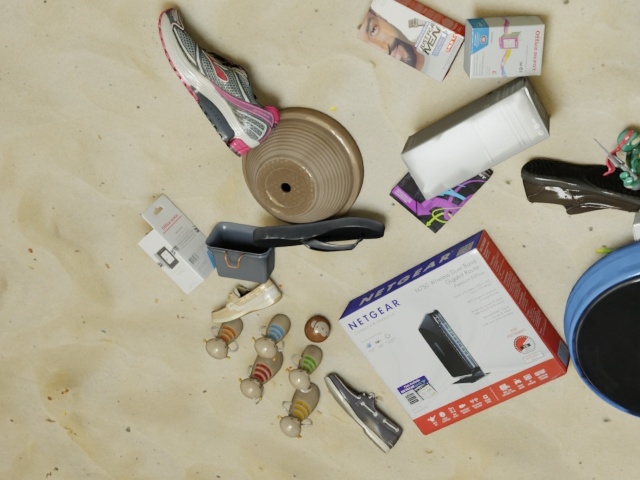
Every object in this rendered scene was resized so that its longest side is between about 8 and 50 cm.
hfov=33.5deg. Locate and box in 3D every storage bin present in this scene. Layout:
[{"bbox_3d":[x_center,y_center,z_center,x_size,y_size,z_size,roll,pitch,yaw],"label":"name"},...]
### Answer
[{"bbox_3d":[-0.153,0.034,2.109,0.135,0.098,0.091,8,129,17],"label":"storage bin"}]

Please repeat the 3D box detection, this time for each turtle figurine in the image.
[{"bbox_3d":[0.566,-0.129,1.742,0.234,0.118,0.175,38,83,7],"label":"turtle figurine"}]

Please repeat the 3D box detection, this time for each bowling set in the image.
[{"bbox_3d":[-0.081,0.233,2.144,0.287,0.154,0.200,40,123,-3],"label":"bowling set"}]

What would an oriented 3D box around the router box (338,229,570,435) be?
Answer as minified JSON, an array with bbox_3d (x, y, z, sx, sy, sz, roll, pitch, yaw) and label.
[{"bbox_3d":[0.253,0.184,2.037,0.335,0.082,0.301,-31,103,31],"label":"router box"}]

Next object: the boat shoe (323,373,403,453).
[{"bbox_3d":[0.089,0.347,2.210,0.065,0.075,0.206,-41,93,-11],"label":"boat shoe"}]

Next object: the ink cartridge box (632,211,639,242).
[{"bbox_3d":[0.612,-0.006,1.818,0.135,0.056,0.099,-9,114,24],"label":"ink cartridge box"}]

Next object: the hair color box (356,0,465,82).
[{"bbox_3d":[0.157,-0.351,1.809,0.167,0.053,0.093,29,123,5],"label":"hair color box"}]

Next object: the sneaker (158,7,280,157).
[{"bbox_3d":[-0.193,-0.298,1.940,0.112,0.121,0.299,-36,89,-1],"label":"sneaker"}]

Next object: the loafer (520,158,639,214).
[{"bbox_3d":[0.453,-0.084,1.833,0.220,0.080,0.078,14,130,19],"label":"loafer"}]

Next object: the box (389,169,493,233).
[{"bbox_3d":[0.218,-0.104,1.930,0.116,0.029,0.162,39,121,-3],"label":"box"}]

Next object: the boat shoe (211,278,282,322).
[{"bbox_3d":[-0.158,0.120,2.174,0.170,0.063,0.059,-22,98,25],"label":"boat shoe"}]

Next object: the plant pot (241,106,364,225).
[{"bbox_3d":[-0.047,-0.118,1.975,0.237,0.110,0.238,9,120,16],"label":"plant pot"}]

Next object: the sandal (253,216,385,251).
[{"bbox_3d":[0.000,0.000,2.010,0.254,0.097,0.055,-6,75,13],"label":"sandal"}]

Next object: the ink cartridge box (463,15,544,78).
[{"bbox_3d":[0.301,-0.318,1.747,0.122,0.052,0.089,-5,119,-6],"label":"ink cartridge box"}]

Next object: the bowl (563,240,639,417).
[{"bbox_3d":[0.621,0.170,1.856,0.390,0.077,0.391,9,129,11],"label":"bowl"}]

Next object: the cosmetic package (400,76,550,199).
[{"bbox_3d":[0.263,-0.175,1.799,0.237,0.127,0.107,-25,104,18],"label":"cosmetic package"}]

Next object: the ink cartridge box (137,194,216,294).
[{"bbox_3d":[-0.291,0.007,2.134,0.180,0.104,0.060,47,123,-7],"label":"ink cartridge box"}]
